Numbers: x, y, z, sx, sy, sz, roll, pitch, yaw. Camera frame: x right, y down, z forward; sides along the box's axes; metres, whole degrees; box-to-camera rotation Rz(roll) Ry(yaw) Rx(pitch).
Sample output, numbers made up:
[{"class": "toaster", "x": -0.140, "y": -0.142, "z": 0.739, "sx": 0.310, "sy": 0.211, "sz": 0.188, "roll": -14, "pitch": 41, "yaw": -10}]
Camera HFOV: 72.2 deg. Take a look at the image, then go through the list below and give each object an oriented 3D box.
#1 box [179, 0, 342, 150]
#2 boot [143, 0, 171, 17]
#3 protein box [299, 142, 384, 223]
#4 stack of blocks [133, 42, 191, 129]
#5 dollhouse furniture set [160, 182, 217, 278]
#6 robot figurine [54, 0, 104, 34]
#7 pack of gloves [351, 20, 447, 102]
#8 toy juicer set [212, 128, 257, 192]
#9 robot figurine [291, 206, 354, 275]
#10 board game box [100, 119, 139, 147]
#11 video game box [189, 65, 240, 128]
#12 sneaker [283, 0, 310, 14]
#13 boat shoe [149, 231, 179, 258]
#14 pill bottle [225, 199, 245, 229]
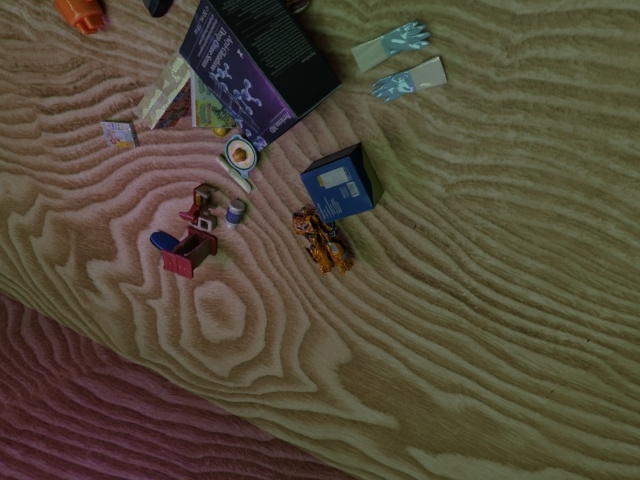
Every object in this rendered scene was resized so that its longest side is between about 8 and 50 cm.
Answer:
[{"class": "box", "x": -0.185, "y": -0.517, "z": 1.307, "sx": 0.395, "sy": 0.212, "sz": 0.294, "roll": 50, "pitch": 152, "yaw": -13}, {"class": "boot", "x": -0.526, "y": -0.858, "z": 1.403, "sx": 0.247, "sy": 0.083, "sz": 0.161, "roll": -31, "pitch": 98, "yaw": 35}, {"class": "protein box", "x": 0.075, "y": -0.194, "z": 1.509, "sx": 0.201, "sy": 0.136, "sz": 0.199, "roll": -16, "pitch": 113, "yaw": 32}, {"class": "stack of blocks", "x": -0.500, "y": -0.534, "z": 1.537, "sx": 0.087, "sy": 0.171, "sz": 0.297, "roll": 43, "pitch": 110, "yaw": -6}, {"class": "dollhouse furniture set", "x": -0.558, "y": -0.046, "z": 1.863, "sx": 0.152, "sy": 0.201, "sz": 0.373, "roll": 20, "pitch": 128, "yaw": 13}, {"class": "robot figurine", "x": -0.857, "y": -0.843, "z": 1.537, "sx": 0.219, "sy": 0.128, "sz": 0.158, "roll": 61, "pitch": 160, "yaw": -19}, {"class": "pack of gloves", "x": 0.235, "y": -0.524, "z": 1.293, "sx": 0.232, "sy": 0.046, "sz": 0.195, "roll": -10, "pitch": 127, "yaw": 33}, {"class": "toy juicer set", "x": -0.325, "y": -0.340, "z": 1.634, "sx": 0.209, "sy": 0.089, "sz": 0.328, "roll": 30, "pitch": 129, "yaw": 5}, {"class": "robot figurine", "x": 0.000, "y": 0.000, "z": 1.683, "sx": 0.211, "sy": 0.085, "sz": 0.290, "roll": -10, "pitch": 120, "yaw": 47}, {"class": "board game box", "x": -0.845, "y": -0.449, "z": 1.849, "sx": 0.154, "sy": 0.026, "sz": 0.103, "roll": 9, "pitch": 123, "yaw": 20}, {"class": "video game box", "x": -0.330, "y": -0.475, "z": 1.448, "sx": 0.048, "sy": 0.187, "sz": 0.204, "roll": 22, "pitch": 114, "yaw": 59}, {"class": "sneaker", "x": -0.123, "y": -0.711, "z": 1.310, "sx": 0.186, "sy": 0.069, "sz": 0.083, "roll": -2, "pitch": 125, "yaw": 25}, {"class": "boat shoe", "x": -0.696, "y": 0.062, "z": 2.062, "sx": 0.258, "sy": 0.109, "sz": 0.089, "roll": 37, "pitch": 132, "yaw": 2}, {"class": "pill bottle", "x": -0.357, "y": -0.105, "z": 1.815, "sx": 0.067, "sy": 0.067, "sz": 0.120, "roll": 30, "pitch": 128, "yaw": 5}]
